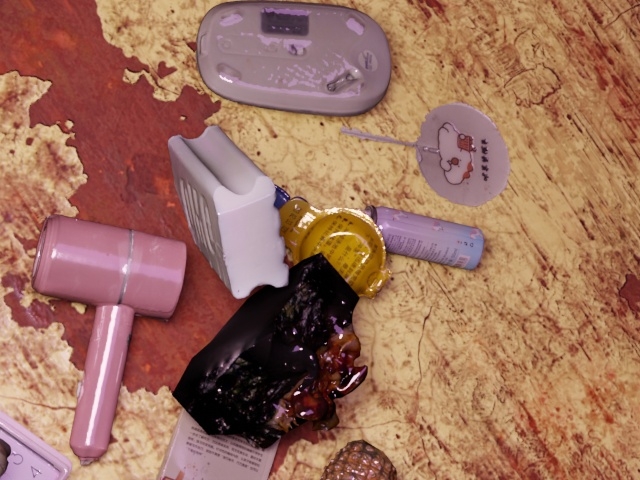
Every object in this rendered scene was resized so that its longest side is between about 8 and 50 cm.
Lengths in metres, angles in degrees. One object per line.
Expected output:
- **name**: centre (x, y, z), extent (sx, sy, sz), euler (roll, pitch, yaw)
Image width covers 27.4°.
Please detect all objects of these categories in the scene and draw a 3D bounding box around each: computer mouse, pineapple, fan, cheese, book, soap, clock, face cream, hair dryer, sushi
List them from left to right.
- **clock**: centre (-0.457, 0.354, 1.822), extent (0.150, 0.063, 0.197), euler (37, 65, -6)
- **hair dryer**: centre (-0.331, 0.149, 1.913), extent (0.210, 0.125, 0.352), euler (13, 76, -16)
- **book**: centre (-0.160, 0.353, 1.957), extent (0.162, 0.022, 0.232), euler (25, 66, -17)
- **soap**: centre (-0.143, -0.049, 1.971), extent (0.095, 0.289, 0.173), euler (-15, 116, -15)
- **sushi**: centre (-0.051, 0.188, 1.954), extent (0.212, 0.215, 0.227), euler (51, 32, -13)
- **computer mouse**: centre (-0.043, -0.300, 2.167), extent (0.331, 0.095, 0.197), euler (6, 70, -10)
- **cheese**: centre (0.000, 0.000, 2.092), extent (0.250, 0.064, 0.156), euler (35, 98, 2)
- **pineapple**: centre (0.029, 0.389, 1.966), extent (0.108, 0.108, 0.197), euler (49, 58, -1)
- **face cream**: centre (0.152, -0.008, 2.158), extent (0.229, 0.075, 0.075), euler (13, 70, -18)
- **fan**: centre (0.182, -0.159, 2.251), extent (0.329, 0.009, 0.191), euler (8, 73, -21)

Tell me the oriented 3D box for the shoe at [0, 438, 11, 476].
- **shoe**: centre (-0.562, 0.317, 1.715), extent (0.293, 0.109, 0.149), euler (2, 51, 3)
